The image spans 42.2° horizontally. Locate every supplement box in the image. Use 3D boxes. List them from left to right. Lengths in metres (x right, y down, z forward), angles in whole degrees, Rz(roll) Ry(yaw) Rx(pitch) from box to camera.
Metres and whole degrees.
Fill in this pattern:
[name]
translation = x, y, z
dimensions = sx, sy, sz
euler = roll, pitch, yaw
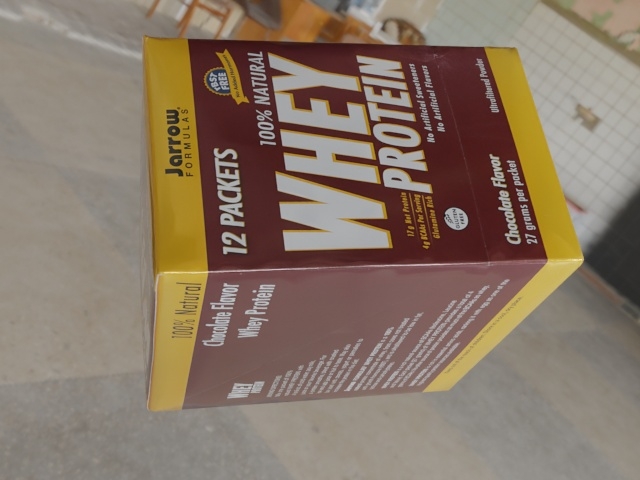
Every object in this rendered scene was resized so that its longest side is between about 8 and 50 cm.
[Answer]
[supplement box]
translation = 0.000, 0.000, 0.462
dimensions = 0.194, 0.191, 0.129
euler = -2, 62, -14
